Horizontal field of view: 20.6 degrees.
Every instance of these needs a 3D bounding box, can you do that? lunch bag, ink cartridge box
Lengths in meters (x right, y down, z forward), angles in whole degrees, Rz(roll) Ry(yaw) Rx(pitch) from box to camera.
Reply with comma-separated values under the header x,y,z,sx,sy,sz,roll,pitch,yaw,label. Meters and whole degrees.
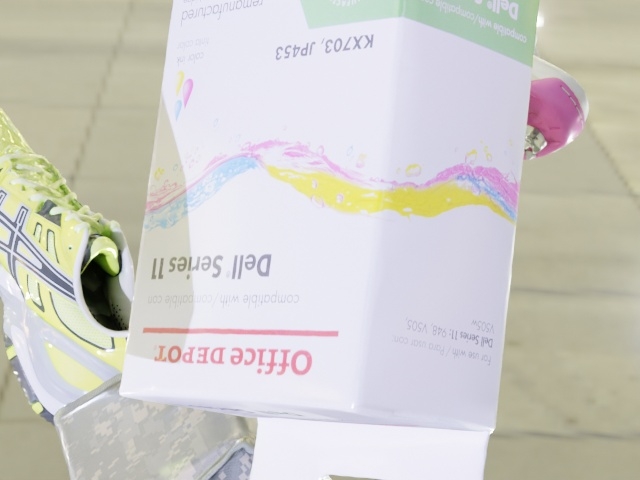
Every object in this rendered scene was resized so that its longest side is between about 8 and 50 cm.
x,y,z,sx,sy,sz,roll,pitch,yaw,label
-0.054,0.235,1.344,0.169,0.287,0.235,-38,26,2,lunch bag
0.000,0.000,1.026,0.119,0.354,0.207,15,-12,-43,ink cartridge box

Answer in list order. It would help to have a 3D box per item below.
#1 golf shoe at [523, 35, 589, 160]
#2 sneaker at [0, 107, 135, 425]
x,y,z,sx,sy,sz,roll,pitch,yaw,label
0.130,-0.154,1.439,0.140,0.115,0.306,-42,31,-14,golf shoe
-0.267,-0.003,1.769,0.147,0.385,0.145,-38,-15,29,sneaker
